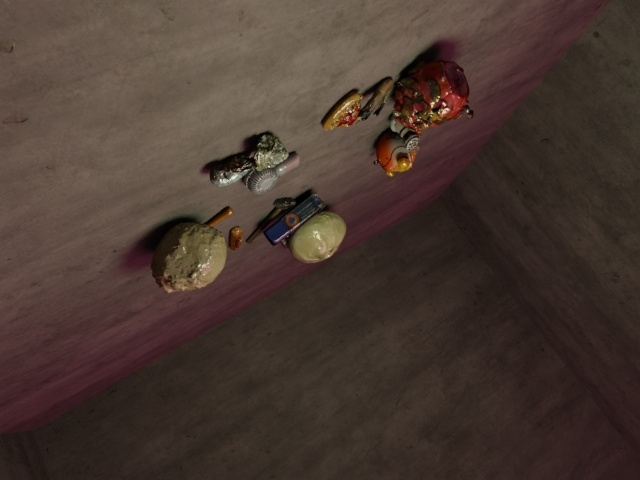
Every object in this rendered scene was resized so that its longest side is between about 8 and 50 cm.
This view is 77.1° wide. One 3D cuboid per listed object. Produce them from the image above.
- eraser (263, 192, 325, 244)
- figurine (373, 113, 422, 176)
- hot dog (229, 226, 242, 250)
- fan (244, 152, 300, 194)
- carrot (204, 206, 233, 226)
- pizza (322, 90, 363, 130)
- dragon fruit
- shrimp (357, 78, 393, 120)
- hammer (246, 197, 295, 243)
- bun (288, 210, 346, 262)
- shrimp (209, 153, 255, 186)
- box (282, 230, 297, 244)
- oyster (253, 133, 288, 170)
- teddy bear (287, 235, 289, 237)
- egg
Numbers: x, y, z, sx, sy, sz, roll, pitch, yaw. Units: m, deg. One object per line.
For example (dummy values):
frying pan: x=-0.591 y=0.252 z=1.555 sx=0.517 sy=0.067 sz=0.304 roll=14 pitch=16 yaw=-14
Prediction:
eraser: x=-0.132 y=-0.106 z=2.016 sx=0.332 sy=0.101 sz=0.155 roll=-38 pitch=-176 yaw=-9
figurine: x=0.374 y=-0.454 z=1.905 sx=0.323 sy=0.196 sz=0.320 roll=105 pitch=3 yaw=-54
hot dog: x=-0.409 y=-0.005 z=1.967 sx=0.066 sy=0.047 sz=0.215 roll=-29 pitch=165 yaw=-27
fan: x=-0.182 y=-0.269 z=1.563 sx=0.244 sy=0.074 sz=0.130 roll=-34 pitch=156 yaw=-21
carrot: x=-0.444 y=-0.078 z=1.676 sx=0.190 sy=0.037 sz=0.037 roll=-34 pitch=166 yaw=7
pizza: x=0.110 y=-0.475 z=1.534 sx=0.188 sy=0.062 sz=0.199 roll=-40 pitch=166 yaw=29
dragon fruit: x=0.424 y=-0.555 z=1.580 sx=0.269 sy=0.250 sz=0.291 roll=-13 pitch=171 yaw=-37
shrimp: x=0.209 y=-0.523 z=1.547 sx=0.219 sy=0.046 sz=0.152 roll=-52 pitch=171 yaw=-15
hammer: x=-0.268 y=-0.093 z=2.017 sx=0.365 sy=0.043 sz=0.111 roll=-41 pitch=165 yaw=35
bun: x=0.001 y=0.002 z=2.315 sx=0.364 sy=0.202 sz=0.364 roll=-33 pitch=161 yaw=-13
shrimp: x=-0.279 y=-0.258 z=1.381 sx=0.233 sy=0.079 sz=0.090 roll=-38 pitch=-147 yaw=-26
box: x=-0.126 y=-0.044 z=2.411 sx=0.243 sy=0.067 sz=0.155 roll=-33 pitch=163 yaw=-6
oyster: x=-0.172 y=-0.304 z=1.388 sx=0.177 sy=0.064 sz=0.125 roll=-48 pitch=157 yaw=-43
teddy bear: x=-0.190 y=-0.052 z=2.228 sx=0.160 sy=0.078 sz=0.119 roll=-26 pitch=160 yaw=-24
egg: x=-0.503 y=0.066 z=1.557 sx=0.310 sy=0.279 sz=0.279 roll=-47 pitch=164 yaw=9
